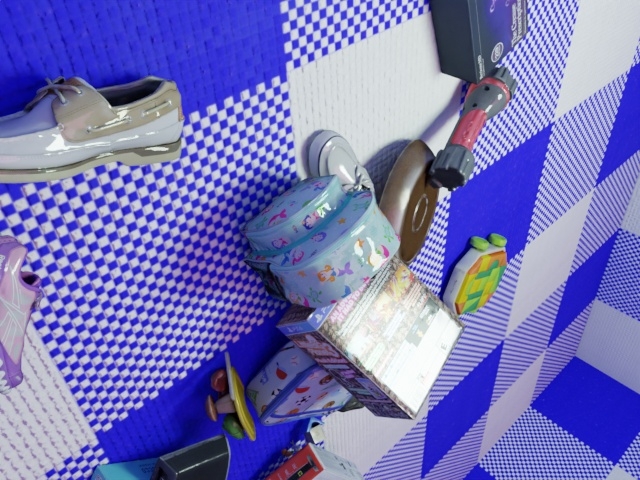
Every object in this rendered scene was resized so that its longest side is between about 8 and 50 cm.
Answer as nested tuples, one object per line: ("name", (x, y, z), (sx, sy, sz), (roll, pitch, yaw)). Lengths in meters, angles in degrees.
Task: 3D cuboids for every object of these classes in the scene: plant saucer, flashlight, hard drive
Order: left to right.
("hard drive", (-0.266, 0.509, 1.127), (0.172, 0.054, 0.255), (-3, 119, -48))
("plant saucer", (0.200, -0.064, 1.271), (0.310, 0.050, 0.311), (-47, 146, -46))
("flashlight", (0.332, -0.246, 1.249), (0.304, 0.103, 0.103), (-61, 152, -27))

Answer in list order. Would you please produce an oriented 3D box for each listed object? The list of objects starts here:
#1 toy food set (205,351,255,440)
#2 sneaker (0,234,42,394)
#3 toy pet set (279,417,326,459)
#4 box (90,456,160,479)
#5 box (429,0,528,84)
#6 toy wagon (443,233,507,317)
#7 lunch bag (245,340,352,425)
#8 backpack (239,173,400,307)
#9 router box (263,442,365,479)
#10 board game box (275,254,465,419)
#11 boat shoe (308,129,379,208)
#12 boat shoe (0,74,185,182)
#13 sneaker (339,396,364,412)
("toy food set", (-0.188, 0.325, 1.153), (0.071, 0.128, 0.218), (-16, 136, -4))
("sneaker", (-0.402, 0.091, 0.736), (0.104, 0.095, 0.236), (-30, 136, -43))
("toy pet set", (-0.046, 0.504, 1.499), (0.122, 0.065, 0.114), (-13, 161, -40))
("box", (-0.336, 0.483, 1.125), (0.244, 0.060, 0.101), (19, 101, -53))
("box", (0.311, -0.471, 1.129), (0.184, 0.103, 0.261), (-44, 142, -13))
("toy wagon", (0.506, 0.110, 1.815), (0.344, 0.068, 0.267), (-8, 122, -46))
("lunch bag", (-0.008, 0.316, 1.311), (0.303, 0.115, 0.243), (14, 122, -50))
("backpack", (0.000, 0.000, 0.991), (0.225, 0.253, 0.191), (-40, 116, -20))
("router box", (-0.059, 0.689, 1.524), (0.301, 0.082, 0.335), (-39, 143, 0))
("board game box", (0.104, 0.171, 1.150), (0.291, 0.141, 0.232), (45, 61, -12))
("boat shoe", (0.059, -0.102, 1.120), (0.096, 0.088, 0.267), (-45, 143, -17))
("boat shoe", (-0.293, -0.140, 0.678), (0.302, 0.113, 0.103), (-24, 132, -52))
("sneaker", (0.104, 0.364, 1.528), (0.227, 0.087, 0.130), (-46, 144, -10))
